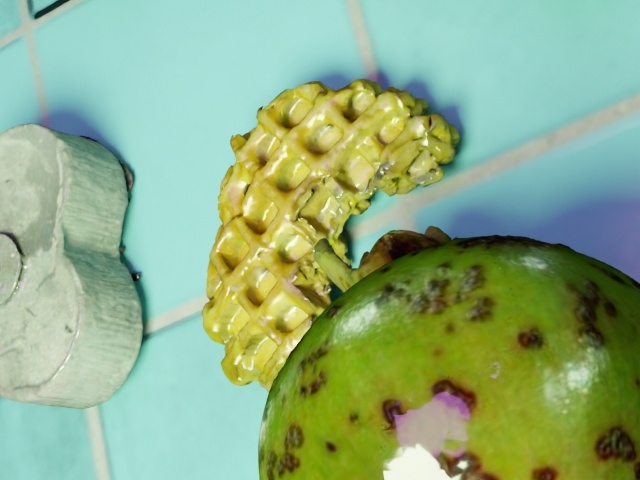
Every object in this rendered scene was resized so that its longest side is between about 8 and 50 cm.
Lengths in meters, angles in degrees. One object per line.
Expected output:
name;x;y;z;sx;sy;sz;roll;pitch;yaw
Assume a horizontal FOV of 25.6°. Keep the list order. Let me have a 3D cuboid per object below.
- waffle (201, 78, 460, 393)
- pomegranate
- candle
waffle;-0.002;-0.001;0.816;0.149;0.051;0.194;9;84;36
pomegranate;0.066;0.077;0.667;0.211;0.211;0.263;-41;49;20
candle;-0.198;0.026;0.932;0.168;0.068;0.192;-25;63;29
